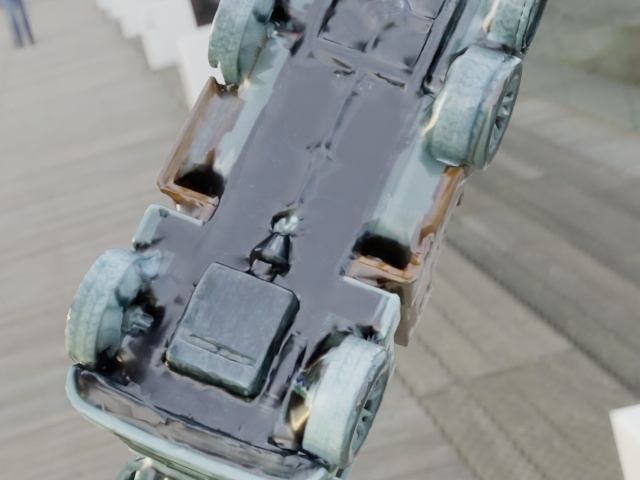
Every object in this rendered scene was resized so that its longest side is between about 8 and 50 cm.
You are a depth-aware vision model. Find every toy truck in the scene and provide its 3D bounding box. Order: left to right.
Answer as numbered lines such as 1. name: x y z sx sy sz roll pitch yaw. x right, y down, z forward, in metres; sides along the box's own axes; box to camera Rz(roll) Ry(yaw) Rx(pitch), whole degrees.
1. toy truck: 0.000 0.000 0.810 0.133 0.338 0.184 20 -19 13
